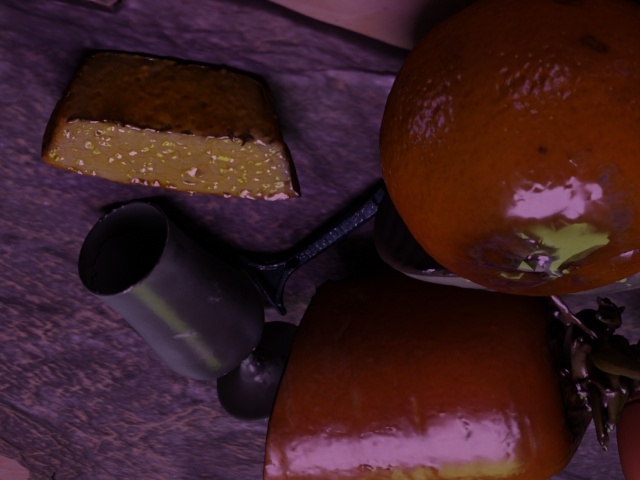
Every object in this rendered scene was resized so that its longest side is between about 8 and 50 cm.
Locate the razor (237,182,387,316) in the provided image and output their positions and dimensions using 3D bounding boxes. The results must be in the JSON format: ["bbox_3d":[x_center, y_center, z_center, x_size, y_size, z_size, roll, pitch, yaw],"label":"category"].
[{"bbox_3d":[0.004,-0.003,1.327,0.066,0.033,0.190,53,139,0],"label":"razor"}]

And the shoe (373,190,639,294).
[{"bbox_3d":[0.176,-0.007,1.199,0.274,0.103,0.098,1,155,6],"label":"shoe"}]

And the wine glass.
[{"bbox_3d":[-0.103,0.060,1.380,0.103,0.103,0.231,-10,144,28],"label":"wine glass"}]

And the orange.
[{"bbox_3d":[0.146,-0.054,1.033,0.224,0.170,0.224,6,154,3],"label":"orange"}]

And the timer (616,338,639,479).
[{"bbox_3d":[0.359,0.149,1.359,0.229,0.215,0.230,9,155,4],"label":"timer"}]

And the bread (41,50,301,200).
[{"bbox_3d":[-0.100,-0.076,1.153,0.187,0.065,0.103,8,152,-4],"label":"bread"}]

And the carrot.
[{"bbox_3d":[0.114,0.106,1.342,0.331,0.214,0.193,-4,169,14],"label":"carrot"}]
